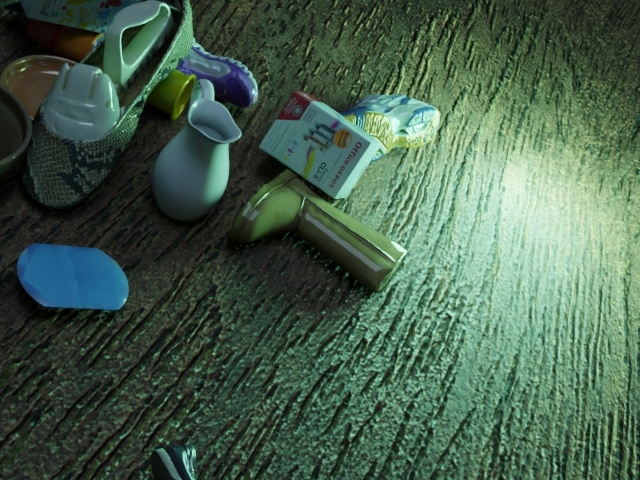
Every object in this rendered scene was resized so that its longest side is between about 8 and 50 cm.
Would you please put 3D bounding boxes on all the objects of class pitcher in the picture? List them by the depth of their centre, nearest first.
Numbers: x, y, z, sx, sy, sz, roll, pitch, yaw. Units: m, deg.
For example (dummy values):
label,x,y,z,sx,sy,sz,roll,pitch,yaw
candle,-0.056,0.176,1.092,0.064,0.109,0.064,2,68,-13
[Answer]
label,x,y,z,sx,sy,sz,roll,pitch,yaw
pitcher,-0.211,-0.151,1.712,0.125,0.207,0.178,8,44,-23

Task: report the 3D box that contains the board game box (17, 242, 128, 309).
label,x,y,z,sx,sy,sz,roll,pitch,yaw
board game box,-0.376,0.065,1.532,0.168,0.033,0.133,6,40,-32

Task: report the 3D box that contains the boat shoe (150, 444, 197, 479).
label,x,y,z,sx,sy,sz,roll,pitch,yaw
boat shoe,-0.152,0.350,1.331,0.065,0.075,0.206,-12,50,-34

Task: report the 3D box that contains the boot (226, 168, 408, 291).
label,x,y,z,sx,sy,sz,roll,pitch,yaw
boot,0.000,0.000,1.771,0.269,0.089,0.236,36,41,6

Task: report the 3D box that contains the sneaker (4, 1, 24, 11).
label,x,y,z,sx,sy,sz,roll,pitch,yaw
sneaker,-0.521,-0.465,1.951,0.083,0.087,0.221,47,39,12

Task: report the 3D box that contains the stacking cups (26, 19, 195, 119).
label,x,y,z,sx,sy,sz,roll,pitch,yaw
stacking cups,-0.392,-0.335,1.902,0.316,0.096,0.096,27,40,3

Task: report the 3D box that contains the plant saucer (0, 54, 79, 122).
label,x,y,z,sx,sy,sz,roll,pitch,yaw
plant saucer,-0.467,-0.252,1.802,0.199,0.037,0.200,16,41,-14

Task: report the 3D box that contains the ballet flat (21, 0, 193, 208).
label,x,y,z,sx,sy,sz,roll,pitch,yaw
ballet flat,-0.353,-0.275,1.700,0.164,0.182,0.483,24,54,4

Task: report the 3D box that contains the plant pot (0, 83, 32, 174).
label,x,y,z,sx,sy,sz,roll,pitch,yaw
plant pot,-0.579,-0.157,1.583,0.237,0.110,0.237,17,42,-16

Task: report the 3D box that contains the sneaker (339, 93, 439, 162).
label,x,y,z,sx,sy,sz,roll,pitch,yaw
sneaker,0.102,-0.237,2.083,0.296,0.112,0.131,-11,37,-39

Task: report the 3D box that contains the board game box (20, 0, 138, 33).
label,x,y,z,sx,sy,sz,roll,pitch,yaw
board game box,-0.403,-0.479,1.867,0.275,0.144,0.142,4,44,-41

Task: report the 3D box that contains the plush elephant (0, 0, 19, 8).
label,x,y,z,sx,sy,sz,roll,pitch,yaw
plush elephant,-0.625,-0.389,1.690,0.255,0.272,0.330,29,67,20

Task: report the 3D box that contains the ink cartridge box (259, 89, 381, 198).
label,x,y,z,sx,sy,sz,roll,pitch,yaw
ink cartridge box,0.003,-0.177,1.893,0.176,0.128,0.127,34,10,7

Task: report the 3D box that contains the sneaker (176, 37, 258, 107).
label,x,y,z,sx,sy,sz,roll,pitch,yaw
sneaker,-0.234,-0.318,1.970,0.236,0.095,0.104,31,47,10
